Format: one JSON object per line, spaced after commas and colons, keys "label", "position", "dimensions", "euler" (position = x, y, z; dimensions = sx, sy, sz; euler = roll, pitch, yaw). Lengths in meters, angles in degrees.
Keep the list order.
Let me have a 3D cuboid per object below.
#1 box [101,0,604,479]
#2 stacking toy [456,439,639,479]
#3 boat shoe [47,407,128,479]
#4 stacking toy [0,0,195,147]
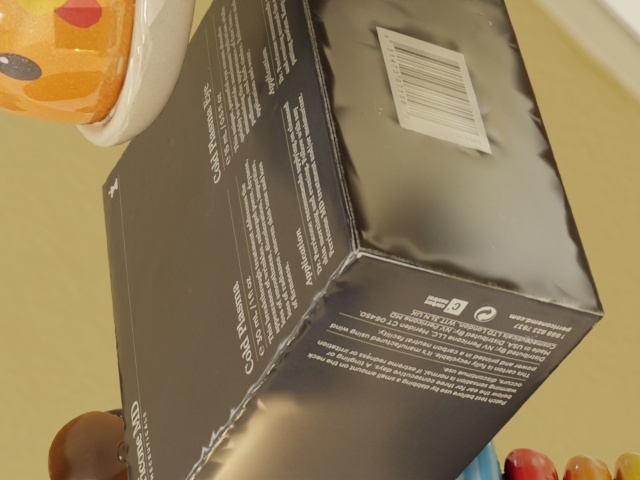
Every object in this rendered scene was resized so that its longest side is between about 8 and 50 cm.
{"label": "box", "position": [0.000, 0.000, 1.233], "dimensions": [0.312, 0.179, 0.343], "euler": [-53, -146, 38]}
{"label": "stacking toy", "position": [0.249, 0.205, 1.235], "dimensions": [0.175, 0.301, 0.166], "euler": [71, 10, -67]}
{"label": "boat shoe", "position": [-0.129, 0.163, 1.418], "dimensions": [0.207, 0.073, 0.073], "euler": [-16, -106, 44]}
{"label": "stacking toy", "position": [-0.328, -0.215, 1.077], "dimensions": [0.479, 0.351, 0.350], "euler": [-6, 180, -18]}
